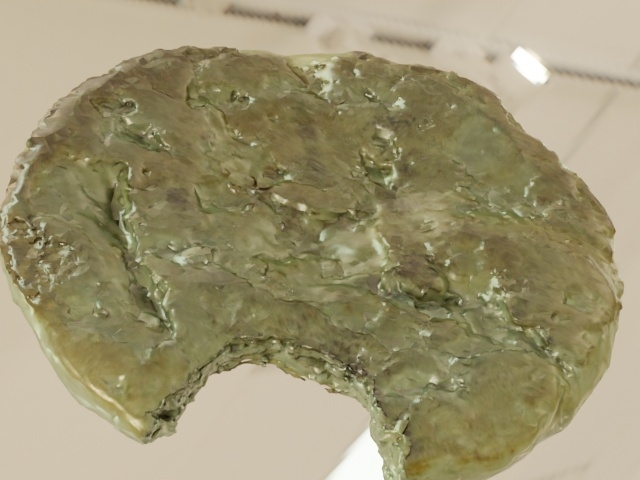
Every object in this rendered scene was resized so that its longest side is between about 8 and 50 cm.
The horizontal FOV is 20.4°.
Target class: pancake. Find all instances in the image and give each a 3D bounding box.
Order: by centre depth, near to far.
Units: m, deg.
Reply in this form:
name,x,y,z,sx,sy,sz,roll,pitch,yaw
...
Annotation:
name,x,y,z,sx,sy,sz,roll,pitch,yaw
pancake,0.000,0.000,0.695,0.253,0.253,0.037,-28,-34,-38
